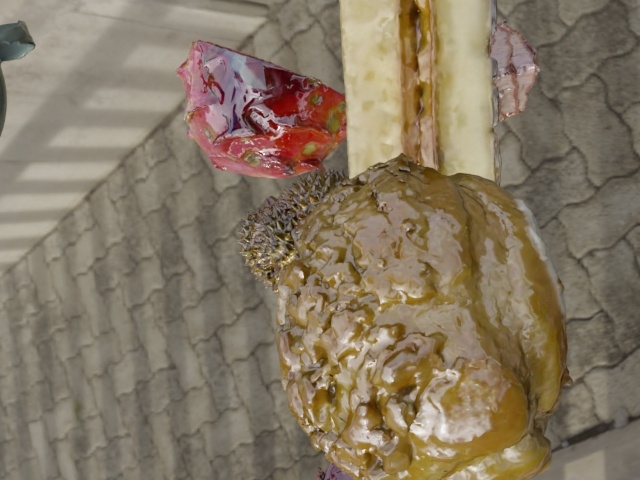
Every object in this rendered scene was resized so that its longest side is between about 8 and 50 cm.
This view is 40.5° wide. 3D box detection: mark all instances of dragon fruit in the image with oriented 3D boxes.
[{"bbox_3d":[-0.087,-0.155,1.134,0.274,0.126,0.161,21,99,7],"label":"dragon fruit"}]

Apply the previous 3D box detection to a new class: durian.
[{"bbox_3d":[0.000,0.000,0.946,0.168,0.137,0.158,39,126,1],"label":"durian"}]

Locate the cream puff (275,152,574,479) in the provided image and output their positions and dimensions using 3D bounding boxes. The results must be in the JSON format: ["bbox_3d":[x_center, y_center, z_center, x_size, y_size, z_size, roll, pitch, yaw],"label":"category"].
[{"bbox_3d":[0.037,0.044,0.384,0.150,0.115,0.165,-123,18,-72],"label":"cream puff"}]

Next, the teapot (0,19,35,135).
[{"bbox_3d":[-0.394,-0.135,0.805,0.294,0.129,0.193,-21,99,17],"label":"teapot"}]

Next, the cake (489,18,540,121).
[{"bbox_3d":[0.195,-0.201,1.021,0.098,0.287,0.135,-6,95,8],"label":"cake"}]

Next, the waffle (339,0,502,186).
[{"bbox_3d":[0.083,-0.121,0.673,0.114,0.261,0.376,-2,100,7],"label":"waffle"}]

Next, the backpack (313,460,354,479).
[{"bbox_3d":[0.066,0.293,1.093,0.139,0.229,0.229,14,106,5],"label":"backpack"}]
